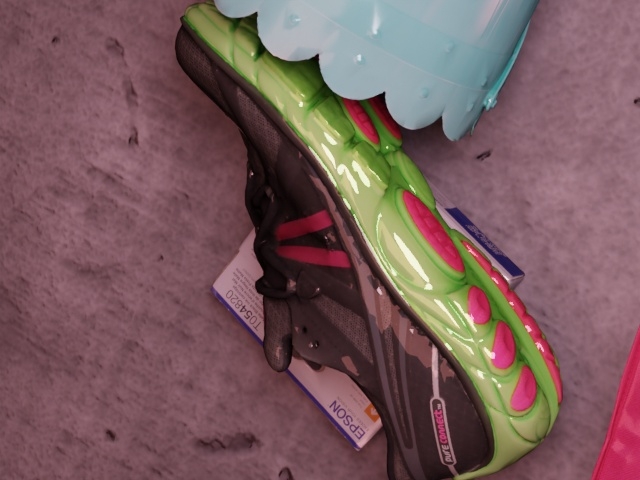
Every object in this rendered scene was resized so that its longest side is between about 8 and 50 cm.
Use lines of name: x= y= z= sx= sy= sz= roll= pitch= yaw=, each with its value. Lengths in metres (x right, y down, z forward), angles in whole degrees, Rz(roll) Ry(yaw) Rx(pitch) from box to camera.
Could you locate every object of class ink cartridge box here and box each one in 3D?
ink cartridge box: x=0.038 y=0.037 z=1.456 sx=0.223 sy=0.045 sz=0.224 roll=47 pitch=113 yaw=17

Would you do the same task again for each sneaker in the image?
sneaker: x=0.000 y=0.000 z=1.344 sx=0.202 sy=0.185 sz=0.483 roll=-38 pitch=75 yaw=21

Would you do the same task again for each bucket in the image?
bucket: x=0.057 y=-0.232 z=1.304 sx=0.281 sy=0.281 sz=0.183 roll=40 pitch=110 yaw=20

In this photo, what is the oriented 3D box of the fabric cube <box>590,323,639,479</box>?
fabric cube: x=0.356 y=0.173 z=1.173 sx=0.254 sy=0.258 sz=0.259 roll=23 pitch=105 yaw=24
